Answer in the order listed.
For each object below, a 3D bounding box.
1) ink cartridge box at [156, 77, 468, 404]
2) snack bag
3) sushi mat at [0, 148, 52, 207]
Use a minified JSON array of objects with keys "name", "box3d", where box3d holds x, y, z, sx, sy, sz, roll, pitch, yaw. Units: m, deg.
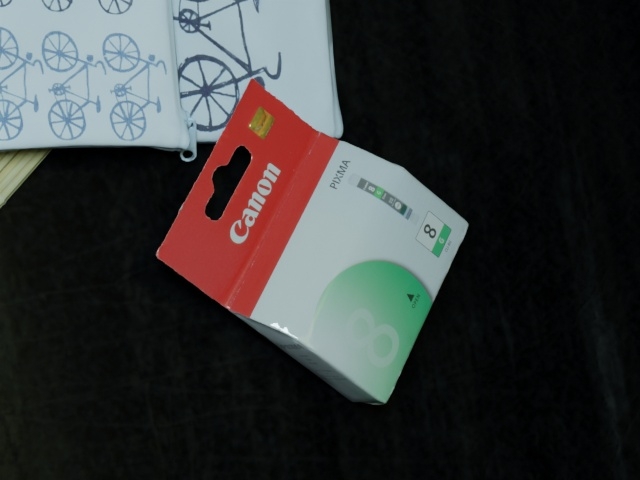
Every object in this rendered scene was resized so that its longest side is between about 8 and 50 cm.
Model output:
[{"name":"ink cartridge box","box3d":[0.000,0.000,1.614,0.224,0.056,0.181,39,65,-28]},{"name":"snack bag","box3d":[-0.127,-0.226,1.606,0.342,0.037,0.323,0,83,-31]},{"name":"sushi mat","box3d":[-0.261,-0.124,1.550,0.151,0.019,0.316,43,64,-11]}]
